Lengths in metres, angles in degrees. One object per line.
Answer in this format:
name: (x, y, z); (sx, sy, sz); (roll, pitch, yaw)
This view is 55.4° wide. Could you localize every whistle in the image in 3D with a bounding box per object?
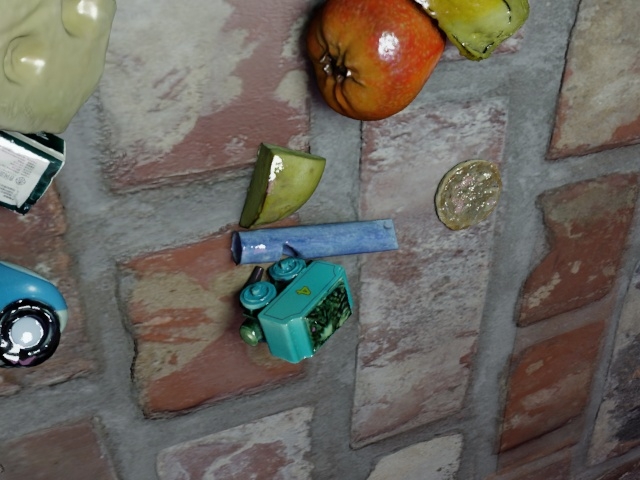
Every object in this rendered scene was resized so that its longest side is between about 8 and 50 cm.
whistle: (0.000, 0.000, 1.049); (0.305, 0.062, 0.062); (-5, 119, -25)

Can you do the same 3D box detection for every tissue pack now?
tissue pack: (-0.419, -0.114, 0.756); (0.170, 0.090, 0.103); (31, 102, -34)

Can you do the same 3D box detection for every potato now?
potato: (-0.049, -0.070, 0.973); (0.120, 0.081, 0.149); (7, 113, -27)

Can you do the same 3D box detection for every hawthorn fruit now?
hawthorn fruit: (0.097, -0.282, 0.865); (0.226, 0.197, 0.196); (-35, 128, -23)

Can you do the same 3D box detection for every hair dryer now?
hair dryer: (-0.101, 0.088, 1.076); (0.083, 0.031, 0.079); (18, 99, -48)

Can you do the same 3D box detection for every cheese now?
cheese: (-0.324, -0.239, 0.610); (0.115, 0.318, 0.326); (18, 139, 7)

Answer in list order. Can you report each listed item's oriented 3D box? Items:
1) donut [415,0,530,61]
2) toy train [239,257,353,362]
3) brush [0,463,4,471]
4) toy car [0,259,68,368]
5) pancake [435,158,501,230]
donut: (0.193, -0.379, 0.812); (0.107, 0.271, 0.272); (-22, 139, 38)
toy train: (-0.038, 0.108, 1.020); (0.198, 0.155, 0.107); (-41, 131, -37)
brush: (-0.551, 0.252, 0.916); (0.067, 0.072, 0.312); (-35, 129, -22)
toy car: (-0.472, 0.099, 0.795); (0.255, 0.189, 0.190); (-16, 89, -35)
pancake: (0.282, -0.085, 1.165); (0.152, 0.025, 0.151); (-13, 122, -21)
